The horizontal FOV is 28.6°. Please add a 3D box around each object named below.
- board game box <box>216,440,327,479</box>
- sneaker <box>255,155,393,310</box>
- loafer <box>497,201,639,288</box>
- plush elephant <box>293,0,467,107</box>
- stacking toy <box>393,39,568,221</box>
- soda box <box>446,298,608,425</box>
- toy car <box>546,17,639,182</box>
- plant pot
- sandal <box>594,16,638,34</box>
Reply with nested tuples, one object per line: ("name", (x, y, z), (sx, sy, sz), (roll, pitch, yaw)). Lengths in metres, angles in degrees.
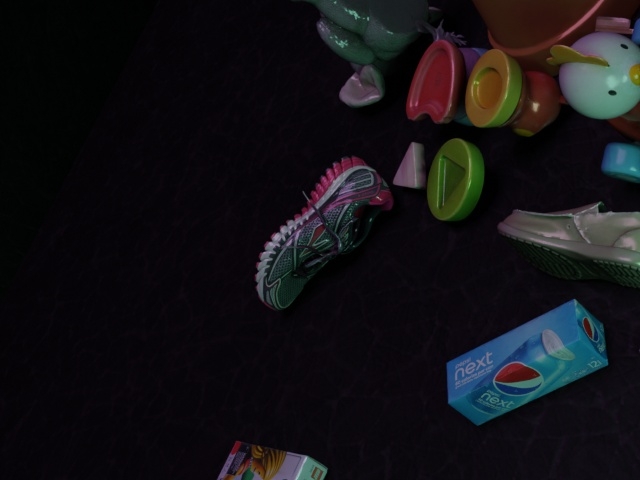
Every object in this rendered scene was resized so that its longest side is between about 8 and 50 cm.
("board game box", (-0.124, 0.453, 1.862), (0.193, 0.053, 0.305), (-2, 56, 53))
("sneaker", (0.000, 0.000, 2.132), (0.112, 0.121, 0.299), (43, 104, 30))
("loafer", (0.353, -0.003, 1.668), (0.268, 0.102, 0.092), (16, 69, 48))
("plush elephant", (0.097, -0.401, 2.312), (0.272, 0.330, 0.255), (-49, 5, -22))
("stacking toy", (0.254, -0.174, 2.024), (0.309, 0.130, 0.280), (-140, 62, -63))
("soda box", (0.266, 0.161, 1.633), (0.210, 0.067, 0.071), (-32, 35, 32))
("toy car", (0.401, -0.203, 1.615), (0.210, 0.237, 0.219), (12, 87, 57))
("plant pot", (0.354, -0.434, 2.020), (0.291, 0.203, 0.291), (-34, 35, 28))
("sandal", (0.498, -0.272, 1.790), (0.240, 0.088, 0.079), (15, 104, 44))
